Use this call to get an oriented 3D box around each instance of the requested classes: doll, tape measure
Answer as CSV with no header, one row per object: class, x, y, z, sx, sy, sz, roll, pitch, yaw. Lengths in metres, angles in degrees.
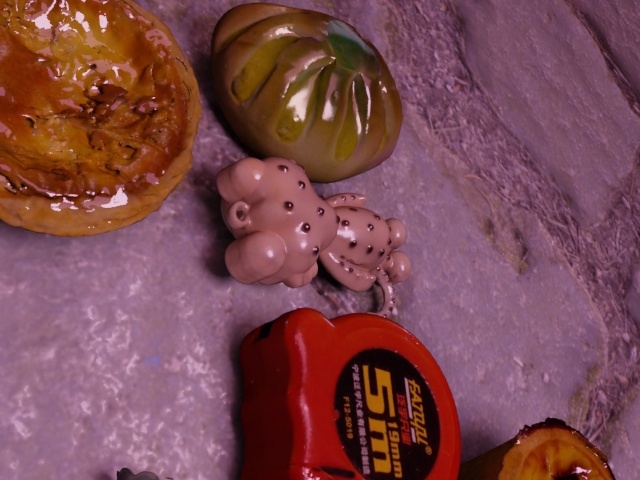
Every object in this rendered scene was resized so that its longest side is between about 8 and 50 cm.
doll,0.000,-0.002,0.837,0.278,0.119,0.154,23,57,-39
tape measure,0.030,0.201,0.753,0.260,0.114,0.253,14,61,-36

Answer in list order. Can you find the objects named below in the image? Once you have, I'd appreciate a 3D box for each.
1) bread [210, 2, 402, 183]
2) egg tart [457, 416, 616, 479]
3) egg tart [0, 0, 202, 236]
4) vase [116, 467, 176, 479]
bread,-0.010,-0.159,0.868,0.261,0.158,0.156,18,62,-28
egg tart,0.232,0.316,0.813,0.215,0.171,0.215,17,60,-32
egg tart,-0.257,-0.132,0.690,0.290,0.115,0.290,16,59,-29
vase,-0.157,0.274,0.600,0.081,0.081,0.148,30,58,-23
